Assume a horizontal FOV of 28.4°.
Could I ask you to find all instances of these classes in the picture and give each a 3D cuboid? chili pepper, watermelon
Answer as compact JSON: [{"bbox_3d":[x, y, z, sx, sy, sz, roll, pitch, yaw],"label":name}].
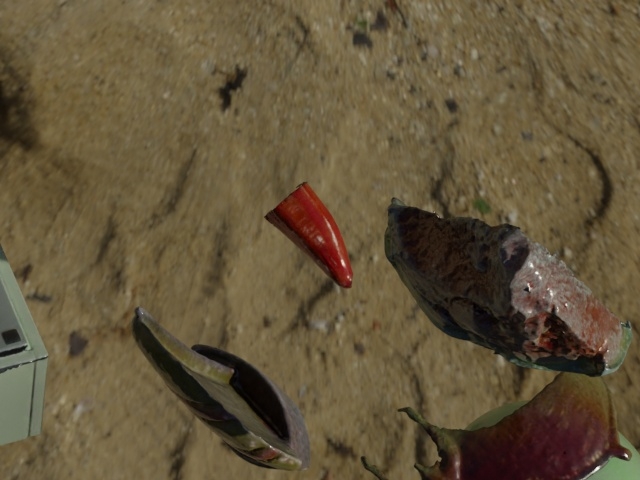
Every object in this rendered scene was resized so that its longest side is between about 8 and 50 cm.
[{"bbox_3d":[-0.004,0.003,1.899,0.088,0.065,0.169,-37,89,30],"label":"chili pepper"},{"bbox_3d":[0.110,0.030,0.810,0.187,0.139,0.071,29,79,13],"label":"watermelon"}]

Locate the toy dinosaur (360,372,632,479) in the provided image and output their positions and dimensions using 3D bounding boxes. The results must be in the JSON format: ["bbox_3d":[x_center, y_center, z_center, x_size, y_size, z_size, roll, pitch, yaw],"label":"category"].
[{"bbox_3d":[0.128,0.214,1.017,0.206,0.113,0.327,14,75,3],"label":"toy dinosaur"}]

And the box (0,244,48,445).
[{"bbox_3d":[-0.373,0.071,1.058,0.225,0.225,0.117,-13,141,-27],"label":"box"}]

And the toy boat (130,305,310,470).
[{"bbox_3d":[-0.130,0.229,1.762,0.276,0.293,0.111,43,94,21],"label":"toy boat"}]

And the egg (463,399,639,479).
[{"bbox_3d":[0.235,0.278,1.305,0.220,0.269,0.220,-2,97,-18],"label":"egg"}]
